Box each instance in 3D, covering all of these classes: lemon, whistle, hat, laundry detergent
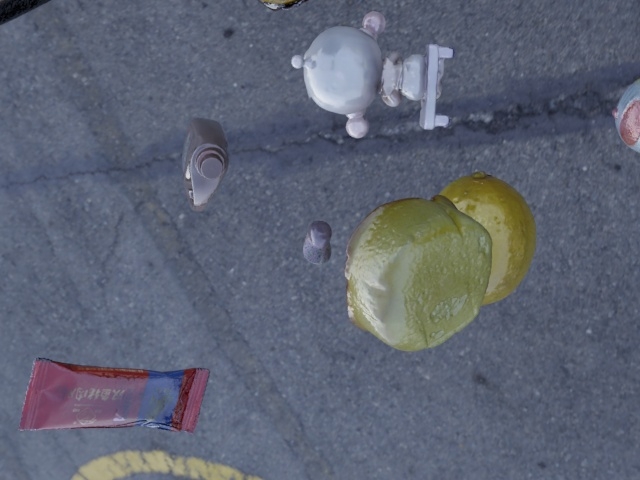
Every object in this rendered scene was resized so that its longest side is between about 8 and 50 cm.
[{"bbox_3d":[0.327,-0.003,1.548,0.236,0.236,0.263,25,125,11],"label":"lemon"},{"bbox_3d":[0.460,-0.143,0.995,0.123,0.223,0.123,-2,138,-1],"label":"whistle"},{"bbox_3d":[0.000,0.003,1.462,0.058,0.087,0.042,7,169,-15],"label":"hat"},{"bbox_3d":[-0.220,-0.131,1.424,0.076,0.237,0.171,7,111,-16],"label":"laundry detergent"}]

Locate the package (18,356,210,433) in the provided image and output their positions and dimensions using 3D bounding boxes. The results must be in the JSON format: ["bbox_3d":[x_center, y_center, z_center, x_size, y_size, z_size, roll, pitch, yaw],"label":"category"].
[{"bbox_3d":[-0.221,0.174,0.827,0.022,0.200,0.083,32,108,55],"label":"package"}]

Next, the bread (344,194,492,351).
[{"bbox_3d":[0.160,0.055,1.253,0.148,0.270,0.269,38,144,50],"label":"bread"}]

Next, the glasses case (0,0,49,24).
[{"bbox_3d":[-0.296,-0.271,0.687,0.122,0.321,0.082,34,141,11],"label":"glasses case"}]

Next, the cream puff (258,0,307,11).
[{"bbox_3d":[-0.058,-0.392,1.062,0.133,0.119,0.104,13,164,15],"label":"cream puff"}]

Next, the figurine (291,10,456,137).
[{"bbox_3d":[0.079,-0.255,1.187,0.257,0.144,0.182,2,124,-6],"label":"figurine"}]
